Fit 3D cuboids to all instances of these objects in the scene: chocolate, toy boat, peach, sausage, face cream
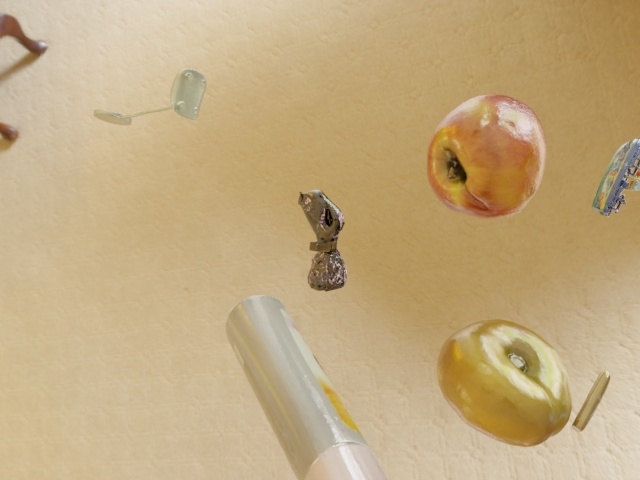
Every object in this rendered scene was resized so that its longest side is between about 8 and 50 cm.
[{"bbox_3d":[0.003,0.001,0.872,0.072,0.070,0.147,2,120,23],"label":"chocolate"},{"bbox_3d":[0.594,-0.118,1.117,0.110,0.091,0.175,25,97,30],"label":"toy boat"},{"bbox_3d":[0.337,0.254,1.084,0.251,0.251,0.153,40,134,19],"label":"peach"},{"bbox_3d":[0.495,0.291,1.083,0.024,0.024,0.132,33,65,20],"label":"sausage"},{"bbox_3d":[0.366,-0.177,1.284,0.238,0.281,0.281,-32,67,55],"label":"peach"},{"bbox_3d":[-0.014,0.165,0.567,0.073,0.107,0.269,-34,42,-4],"label":"face cream"}]

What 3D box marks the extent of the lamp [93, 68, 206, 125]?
[{"bbox_3d":[-0.224,-0.178,0.766,0.198,0.050,0.056,4,85,39],"label":"lamp"}]
